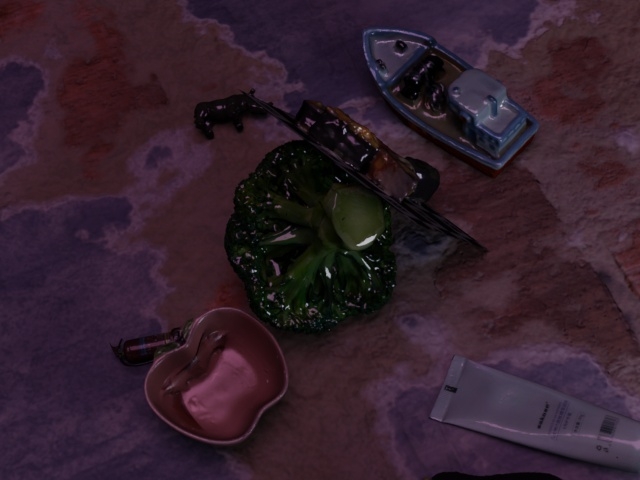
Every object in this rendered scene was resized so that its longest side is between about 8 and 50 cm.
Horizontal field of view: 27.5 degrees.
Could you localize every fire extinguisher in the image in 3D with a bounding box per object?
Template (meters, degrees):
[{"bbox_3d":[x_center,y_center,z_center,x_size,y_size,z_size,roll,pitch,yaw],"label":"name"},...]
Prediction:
[{"bbox_3d":[-0.255,0.164,1.998,0.132,0.039,0.056,-11,51,-2],"label":"fire extinguisher"}]

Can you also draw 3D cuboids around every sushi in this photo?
[{"bbox_3d":[0.089,-0.125,1.962,0.343,0.359,0.064,38,99,23],"label":"sushi"}]

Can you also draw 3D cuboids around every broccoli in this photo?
[{"bbox_3d":[0.000,0.000,1.937,0.297,0.297,0.298,1,88,-20],"label":"broccoli"}]

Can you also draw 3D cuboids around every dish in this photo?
[{"bbox_3d":[-0.150,0.212,1.934,0.213,0.090,0.213,-1,63,2],"label":"dish"}]

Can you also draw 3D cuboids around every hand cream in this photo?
[{"bbox_3d":[0.325,0.257,1.898,0.320,0.067,0.109,17,64,18],"label":"hand cream"}]

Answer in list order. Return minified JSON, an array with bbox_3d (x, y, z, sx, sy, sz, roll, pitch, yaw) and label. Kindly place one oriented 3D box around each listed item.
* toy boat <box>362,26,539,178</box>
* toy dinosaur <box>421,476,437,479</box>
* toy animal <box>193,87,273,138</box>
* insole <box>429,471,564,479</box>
[{"bbox_3d":[0.198,-0.249,2.143,0.332,0.133,0.145,38,71,22],"label":"toy boat"},{"bbox_3d":[0.130,0.426,1.766,0.251,0.072,0.200,26,57,-25],"label":"toy dinosaur"},{"bbox_3d":[-0.146,-0.219,2.200,0.135,0.047,0.065,-14,52,3],"label":"toy animal"},{"bbox_3d":[0.261,0.358,1.810,0.253,0.005,0.086,10,65,-19],"label":"insole"}]
